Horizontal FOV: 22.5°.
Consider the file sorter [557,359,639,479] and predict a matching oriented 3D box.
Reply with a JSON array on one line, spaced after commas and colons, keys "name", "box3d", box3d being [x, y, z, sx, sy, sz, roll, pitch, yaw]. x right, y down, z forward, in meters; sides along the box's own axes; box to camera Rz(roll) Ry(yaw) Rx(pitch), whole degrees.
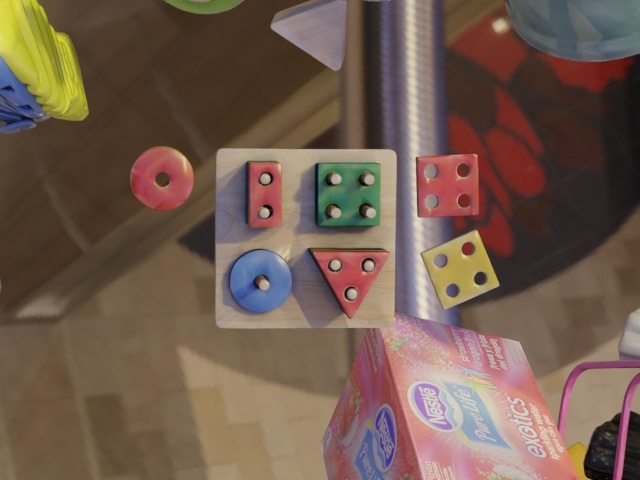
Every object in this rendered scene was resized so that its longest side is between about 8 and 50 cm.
[{"name": "file sorter", "box3d": [0.368, 0.215, 1.411, 0.291, 0.202, 0.182, 14, 81, -20]}]

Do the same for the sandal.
[{"name": "sandal", "box3d": [-0.327, -0.168, 1.657, 0.138, 0.317, 0.126, -13, 82, -1]}]

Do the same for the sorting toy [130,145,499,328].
[{"name": "sorting toy", "box3d": [0.000, 0.000, 1.168, 0.275, 0.046, 0.132, 0, 95, -8]}]

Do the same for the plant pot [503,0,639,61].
[{"name": "plant pot", "box3d": [0.342, -0.394, 1.973, 0.196, 0.293, 0.293, 60, 32, -48]}]

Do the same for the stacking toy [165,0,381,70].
[{"name": "stacking toy", "box3d": [-0.048, -0.281, 1.528, 0.309, 0.279, 0.130, 25, 40, -6]}]

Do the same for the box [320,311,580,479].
[{"name": "box", "box3d": [0.104, 0.200, 1.289, 0.142, 0.154, 0.300, 14, 25, -14]}]

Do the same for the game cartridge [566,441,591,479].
[{"name": "game cartridge", "box3d": [0.305, 0.425, 1.869, 0.285, 0.052, 0.323, -29, 63, -27]}]

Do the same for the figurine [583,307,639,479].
[{"name": "figurine", "box3d": [0.414, 0.185, 1.720, 0.092, 0.209, 0.215, 15, 91, -64]}]
